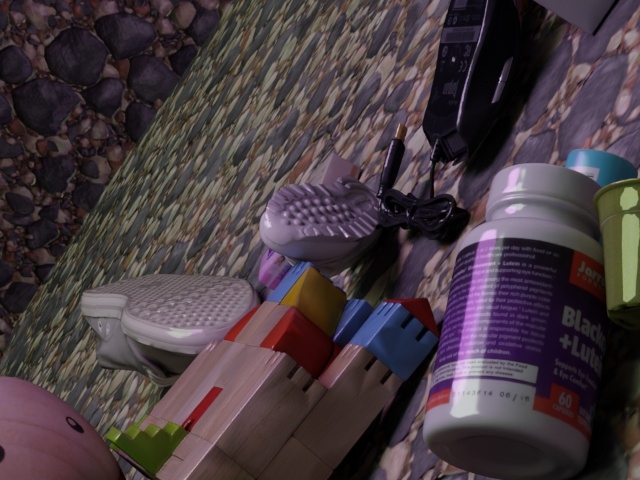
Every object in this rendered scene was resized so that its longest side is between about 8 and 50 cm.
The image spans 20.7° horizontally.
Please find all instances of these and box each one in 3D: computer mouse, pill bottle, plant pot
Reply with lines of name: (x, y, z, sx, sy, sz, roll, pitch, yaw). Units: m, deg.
computer mouse: (0.127, -0.123, 1.663, 0.184, 0.060, 0.262, 179, 104, -69)
pill bottle: (0.135, 0.052, 1.148, 0.108, 0.108, 0.193, -36, 37, 59)
plant pot: (0.210, 0.014, 1.102, 0.083, 0.083, 0.079, -34, 41, 60)

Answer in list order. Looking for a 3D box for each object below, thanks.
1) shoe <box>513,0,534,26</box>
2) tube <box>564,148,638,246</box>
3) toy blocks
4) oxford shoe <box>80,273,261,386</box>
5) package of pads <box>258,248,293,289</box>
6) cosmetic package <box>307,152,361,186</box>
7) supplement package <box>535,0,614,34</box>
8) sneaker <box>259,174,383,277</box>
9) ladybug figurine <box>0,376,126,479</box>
shoe: (0.185, -0.234, 1.712, 0.063, 0.081, 0.178, -23, 66, 45)
tube: (0.172, 0.037, 1.237, 0.207, 0.052, 0.080, -70, 14, -16)
toy blocks: (-0.040, 0.136, 1.580, 0.261, 0.191, 0.381, -51, 12, -11)
oxford shoe: (-0.182, 0.118, 2.173, 0.449, 0.169, 0.130, 1, 103, 66)
package of pads: (-0.040, 0.013, 2.051, 0.083, 0.032, 0.050, -53, 17, 27)
cosmetic package: (0.002, -0.036, 1.983, 0.060, 0.041, 0.115, -41, 23, 54)
supplement package: (0.216, -0.274, 1.583, 0.105, 0.105, 0.179, -56, 14, 15)
sneaker: (0.000, 0.000, 1.715, 0.095, 0.090, 0.235, -54, -18, 19)
ladybug figurine: (-0.267, 0.351, 1.618, 0.162, 0.449, 0.305, 9, 22, 39)
